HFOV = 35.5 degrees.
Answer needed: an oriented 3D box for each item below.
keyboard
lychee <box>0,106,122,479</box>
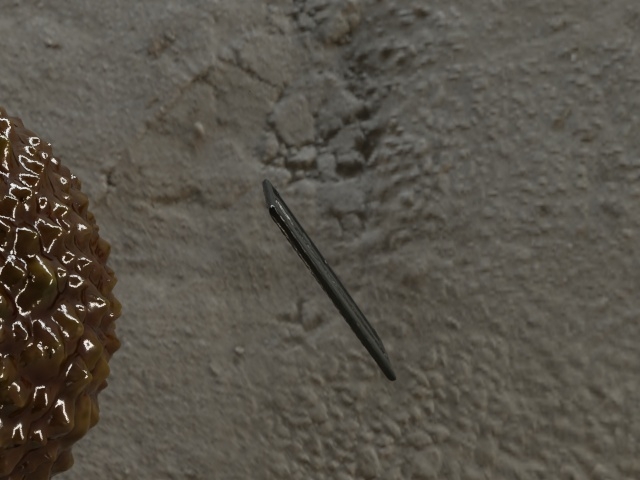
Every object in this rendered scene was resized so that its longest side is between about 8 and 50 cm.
[{"bbox_3d":[-0.012,0.006,1.150,0.041,0.381,0.103,-26,26,3],"label":"keyboard"},{"bbox_3d":[-0.232,0.044,0.549,0.267,0.267,0.268,-6,56,8],"label":"lychee"}]
